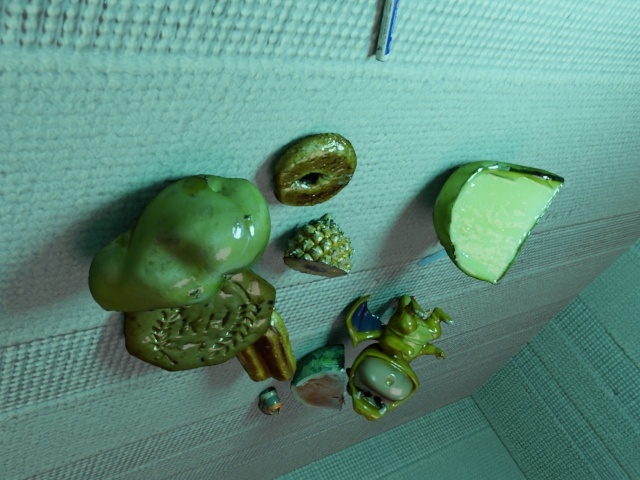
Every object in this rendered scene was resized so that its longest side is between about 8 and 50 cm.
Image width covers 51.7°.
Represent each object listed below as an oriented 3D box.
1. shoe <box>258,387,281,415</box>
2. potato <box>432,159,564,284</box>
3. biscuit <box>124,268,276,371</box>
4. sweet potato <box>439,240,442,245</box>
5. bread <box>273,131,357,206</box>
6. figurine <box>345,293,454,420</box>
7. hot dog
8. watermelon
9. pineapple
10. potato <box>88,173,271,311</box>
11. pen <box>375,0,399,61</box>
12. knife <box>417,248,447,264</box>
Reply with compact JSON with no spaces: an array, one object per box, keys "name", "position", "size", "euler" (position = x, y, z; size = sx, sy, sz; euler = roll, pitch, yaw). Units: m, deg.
[{"name":"shoe","position":[-0.168,0.580,2.296],"size":[0.074,0.077,0.194],"euler":[-24,151,-17]},{"name":"potato","position":[0.397,-0.093,1.704],"size":[0.280,0.213,0.330],"euler":[24,100,-30]},{"name":"biscuit","position":[-0.269,0.180,1.495],"size":[0.359,0.046,0.359],"euler":[-14,135,-15]},{"name":"sweet potato","position":[0.381,-0.039,1.907],"size":[0.044,0.044,0.179],"euler":[-22,158,-20]},{"name":"bread","position":[-0.013,-0.140,1.312],"size":[0.193,0.064,0.193],"euler":[-19,150,-12]},{"name":"figurine","position":[0.242,0.357,2.118],"size":[0.401,0.268,0.387],"euler":[10,115,-56]},{"name":"hot dog","position":[-0.153,0.271,1.769],"size":[0.158,0.117,0.349],"euler":[-6,145,7]},{"name":"watermelon","position":[0.020,0.439,2.156],"size":[0.224,0.180,0.305],"euler":[-38,154,-24]},{"name":"pineapple","position":[0.004,0.001,1.512],"size":[0.161,0.137,0.176],"euler":[8,164,16]},{"name":"potato","position":[-0.250,0.014,1.166],"size":[0.351,0.203,0.218],"euler":[-31,-168,8]},{"name":"pen","position":[0.117,-0.381,1.090],"size":[0.025,0.025,0.204],"euler":[-22,151,-19]},{"name":"knife","position":[0.435,0.021,2.089],"size":[0.313,0.019,0.044],"euler":[-22,143,-18]}]
